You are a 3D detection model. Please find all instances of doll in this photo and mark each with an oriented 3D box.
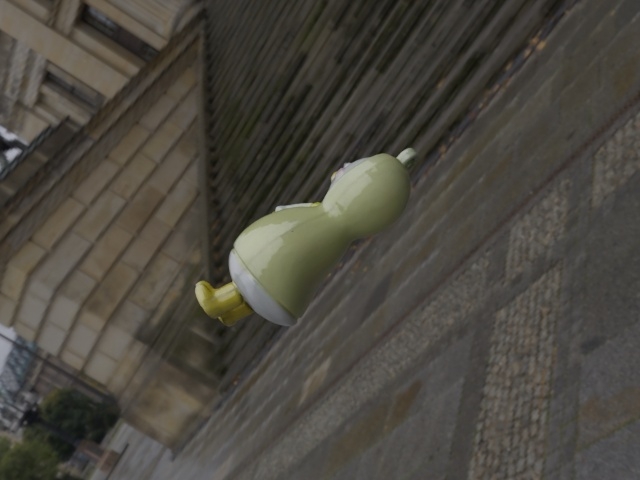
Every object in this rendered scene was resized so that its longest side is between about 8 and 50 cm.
[{"bbox_3d":[-0.007,-0.009,0.858,0.296,0.117,0.141,-45,-25,-6],"label":"doll"}]
